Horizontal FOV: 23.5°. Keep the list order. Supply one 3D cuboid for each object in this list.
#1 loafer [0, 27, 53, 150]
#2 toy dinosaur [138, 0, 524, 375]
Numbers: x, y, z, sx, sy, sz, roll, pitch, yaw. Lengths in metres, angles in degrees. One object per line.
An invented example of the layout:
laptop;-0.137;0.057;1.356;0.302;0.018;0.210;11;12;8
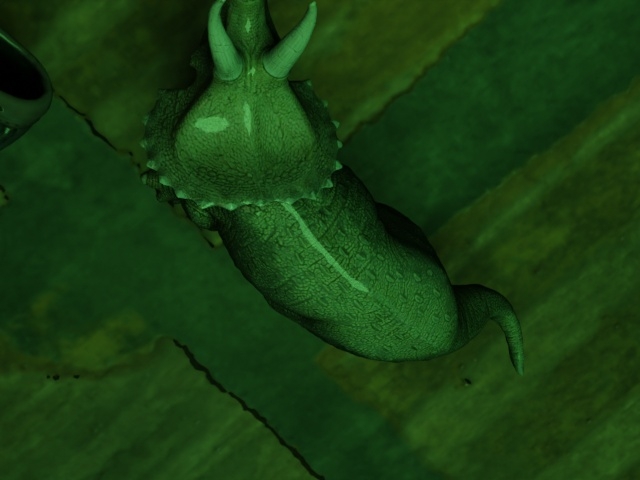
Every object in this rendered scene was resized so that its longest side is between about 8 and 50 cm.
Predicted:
loafer;-0.229;-0.143;0.639;0.095;0.109;0.302;-16;132;29
toy dinosaur;0.000;0.000;0.755;0.121;0.160;0.313;-35;118;3
